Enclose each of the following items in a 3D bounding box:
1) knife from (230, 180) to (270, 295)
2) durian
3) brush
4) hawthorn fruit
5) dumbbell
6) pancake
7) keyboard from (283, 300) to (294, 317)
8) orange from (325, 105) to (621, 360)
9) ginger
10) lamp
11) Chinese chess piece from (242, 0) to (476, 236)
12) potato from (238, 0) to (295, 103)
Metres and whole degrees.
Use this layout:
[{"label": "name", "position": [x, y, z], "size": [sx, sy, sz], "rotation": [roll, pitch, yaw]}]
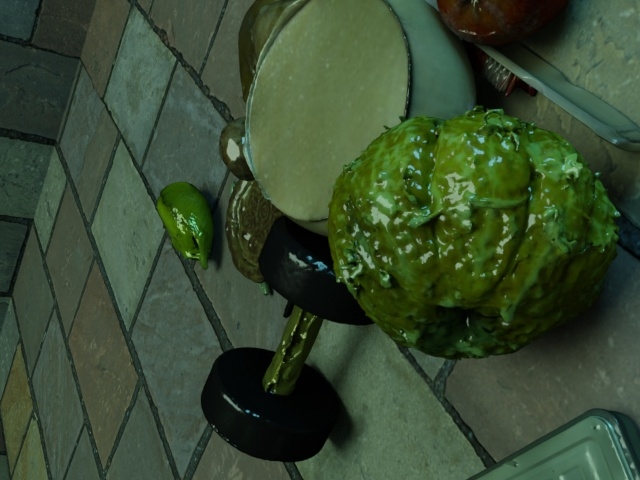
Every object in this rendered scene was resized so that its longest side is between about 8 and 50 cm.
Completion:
[{"label": "knife", "position": [-0.134, -0.010, 1.553], "size": [0.043, 0.020, 0.293], "rotation": [-58, 38, 34]}, {"label": "durian", "position": [-0.280, -0.046, 1.720], "size": [0.250, 0.101, 0.139], "rotation": [44, 154, 52]}, {"label": "brush", "position": [0.258, -0.177, 0.956], "size": [0.321, 0.060, 0.050], "rotation": [55, 140, 48]}, {"label": "hawthorn fruit", "position": [0.218, -0.318, 0.961], "size": [0.173, 0.173, 0.172], "rotation": [-19, 66, 54]}, {"label": "dumbbell", "position": [-0.030, 0.141, 1.185], "size": [0.204, 0.204, 0.322], "rotation": [50, 123, 50]}, {"label": "pancake", "position": [-0.102, -0.048, 1.479], "size": [0.250, 0.031, 0.250], "rotation": [-26, 57, 47]}, {"label": "keyboard", "position": [-0.001, 0.000, 1.292], "size": [0.262, 0.016, 0.106], "rotation": [-67, -8, 21]}, {"label": "orange", "position": [0.160, 0.007, 0.856], "size": [0.301, 0.300, 0.223], "rotation": [-7, 51, 24]}, {"label": "ginger", "position": [-0.039, -0.224, 1.311], "size": [0.245, 0.155, 0.304], "rotation": [23, 96, 16]}, {"label": "lamp", "position": [0.256, 0.343, 0.839], "size": [0.269, 0.047, 0.266], "rotation": [-47, 44, 41]}, {"label": "Chinese chess piece", "position": [0.044, -0.169, 1.079], "size": [0.338, 0.140, 0.338], "rotation": [-6, 82, 46]}, {"label": "potato", "position": [-0.079, -0.345, 1.471], "size": [0.239, 0.116, 0.299], "rotation": [34, 112, 50]}]
